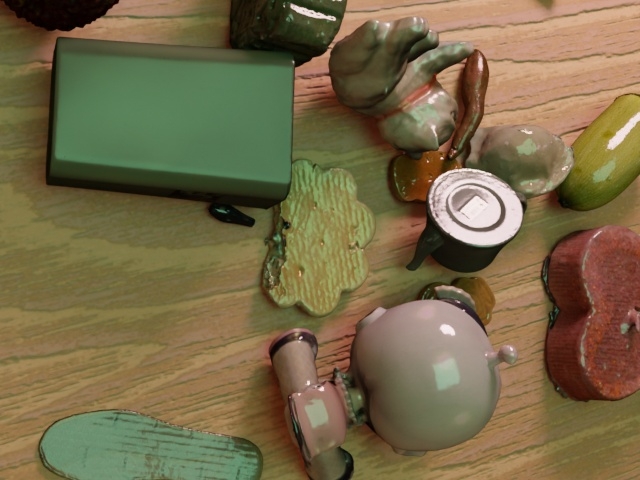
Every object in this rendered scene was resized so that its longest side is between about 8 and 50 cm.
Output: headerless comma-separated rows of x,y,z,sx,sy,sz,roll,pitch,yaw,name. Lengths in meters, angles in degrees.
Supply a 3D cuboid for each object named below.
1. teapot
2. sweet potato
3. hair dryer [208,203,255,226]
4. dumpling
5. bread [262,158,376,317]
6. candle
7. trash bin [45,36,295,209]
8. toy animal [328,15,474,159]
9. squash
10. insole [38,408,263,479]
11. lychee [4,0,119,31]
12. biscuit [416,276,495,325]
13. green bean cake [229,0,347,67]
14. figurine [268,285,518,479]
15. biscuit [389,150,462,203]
0.251,-0.016,1.780,0.239,0.149,0.162,-24,60,-25,teapot
0.260,-0.232,1.843,0.050,0.050,0.214,19,73,-22,sweet potato
-0.136,-0.065,1.667,0.079,0.031,0.083,18,70,-33,hair dryer
0.343,-0.137,1.849,0.199,0.118,0.136,15,85,6,dumpling
0.000,0.000,1.713,0.182,0.039,0.251,12,80,-24,bread
0.548,0.140,1.908,0.287,0.131,0.317,10,82,-26,candle
-0.224,-0.170,1.558,0.343,0.158,0.223,3,84,-16,trash bin
0.128,-0.235,1.657,0.266,0.308,0.188,4,89,-17,toy animal
0.519,-0.145,1.916,0.247,0.132,0.132,-45,104,-22,squash
-0.247,0.322,1.586,0.348,0.009,0.119,14,79,-23,insole
-0.367,-0.425,1.483,0.236,0.236,0.271,30,52,-20,lychee
0.206,0.147,1.801,0.236,0.040,0.144,-35,105,-21,biscuit
-0.052,-0.379,1.622,0.125,0.227,0.222,9,86,-26,green bean cake
0.114,0.237,1.637,0.361,0.211,0.253,-18,105,-12,figurine
0.180,-0.121,1.816,0.140,0.023,0.118,2,81,-25,biscuit
